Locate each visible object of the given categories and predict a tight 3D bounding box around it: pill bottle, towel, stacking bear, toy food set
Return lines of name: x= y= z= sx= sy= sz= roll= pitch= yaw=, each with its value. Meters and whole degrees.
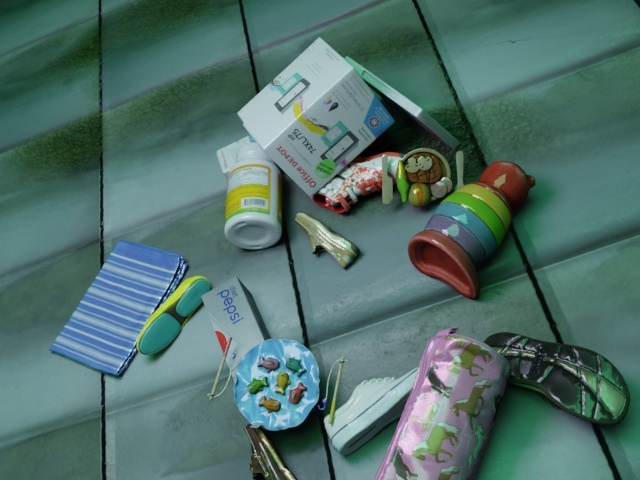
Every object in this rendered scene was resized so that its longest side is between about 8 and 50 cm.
pill bottle: x=-0.161 y=-0.113 z=1.858 sx=0.136 sy=0.136 sz=0.245 roll=-11 pitch=54 yaw=14
towel: x=-0.497 y=0.156 z=1.872 sx=0.243 sy=0.040 sz=0.336 roll=14 pitch=64 yaw=30
stacking bear: x=0.336 y=-0.051 z=1.615 sx=0.175 sy=0.164 sz=0.289 roll=30 pitch=68 yaw=34
toy food set: x=0.233 y=-0.141 z=1.715 sx=0.192 sy=0.132 sz=0.038 roll=-3 pitch=11 yaw=5

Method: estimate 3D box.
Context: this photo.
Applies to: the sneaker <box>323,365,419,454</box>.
sneaker: x=0.115 y=0.308 z=1.491 sx=0.258 sy=0.094 sz=0.091 roll=-35 pitch=56 yaw=-3

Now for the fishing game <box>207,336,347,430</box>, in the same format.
fishing game: x=-0.091 y=0.284 z=1.516 sx=0.264 sy=0.041 sz=0.189 roll=11 pitch=71 yaw=16

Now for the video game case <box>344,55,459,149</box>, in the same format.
video game case: x=0.192 y=-0.331 z=1.827 sx=0.025 sy=0.204 sz=0.285 roll=-52 pitch=52 yaw=9

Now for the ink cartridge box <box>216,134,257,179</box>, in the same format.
ink cartridge box: x=-0.202 y=-0.217 z=1.998 sx=0.122 sy=0.052 sz=0.088 roll=-24 pitch=52 yaw=4

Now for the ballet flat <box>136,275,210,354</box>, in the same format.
ballet flat: x=-0.351 y=0.172 z=1.791 sx=0.231 sy=0.077 sz=0.077 roll=-49 pitch=33 yaw=-18

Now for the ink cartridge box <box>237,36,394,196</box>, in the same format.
ink cartridge box: x=-0.014 y=-0.287 z=1.782 sx=0.270 sy=0.198 sz=0.197 roll=-42 pitch=42 yaw=6

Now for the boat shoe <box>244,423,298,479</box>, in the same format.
boat shoe: x=-0.103 y=0.448 z=1.496 sx=0.073 sy=0.073 sz=0.207 roll=-36 pitch=52 yaw=-6

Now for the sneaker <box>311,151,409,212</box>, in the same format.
sneaker: x=0.105 y=-0.130 z=1.796 sx=0.270 sy=0.090 sz=0.145 roll=6 pitch=61 yaw=29

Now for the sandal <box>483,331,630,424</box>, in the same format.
sandal: x=0.436 y=0.250 z=1.417 sx=0.303 sy=0.086 sz=0.120 roll=20 pitch=72 yaw=47

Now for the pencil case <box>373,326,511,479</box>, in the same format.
pencil case: x=0.208 y=0.354 z=1.358 sx=0.160 sy=0.167 sz=0.386 roll=14 pitch=70 yaw=34

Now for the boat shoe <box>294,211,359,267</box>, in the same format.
boat shoe: x=0.000 y=0.000 z=1.767 sx=0.190 sy=0.068 sz=0.072 roll=34 pitch=86 yaw=35

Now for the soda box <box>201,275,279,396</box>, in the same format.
soda box: x=-0.163 y=0.221 z=1.662 sx=0.098 sy=0.091 sz=0.286 roll=-29 pitch=52 yaw=1
